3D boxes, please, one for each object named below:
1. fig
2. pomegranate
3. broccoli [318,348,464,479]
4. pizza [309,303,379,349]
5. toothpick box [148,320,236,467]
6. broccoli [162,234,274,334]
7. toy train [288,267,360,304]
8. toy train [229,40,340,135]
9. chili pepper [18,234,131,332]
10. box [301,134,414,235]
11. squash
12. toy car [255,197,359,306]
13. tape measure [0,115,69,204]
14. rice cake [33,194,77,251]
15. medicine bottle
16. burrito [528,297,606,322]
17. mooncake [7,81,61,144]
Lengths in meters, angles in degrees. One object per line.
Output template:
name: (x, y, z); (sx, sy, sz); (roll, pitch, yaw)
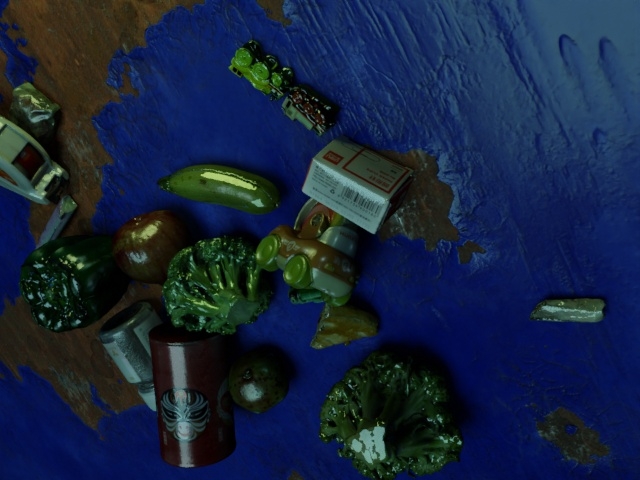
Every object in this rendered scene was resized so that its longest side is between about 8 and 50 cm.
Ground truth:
fig: (-0.401, 0.023, 1.707); (0.205, 0.205, 0.205); (14, 123, 23)
pomegranate: (-0.152, 0.368, 1.788); (0.159, 0.159, 0.205); (20, 154, 19)
broccoli: (0.150, 0.411, 1.548); (0.321, 0.283, 0.304); (-40, 83, 22)
pizza: (0.036, 0.197, 1.616); (0.154, 0.069, 0.194); (17, 146, -30)
toothpick box: (-0.329, 0.387, 1.811); (0.204, 0.204, 0.334); (4, 103, 28)
broccoli: (-0.233, 0.116, 1.633); (0.241, 0.269, 0.262); (41, 114, 48)
toy train: (0.005, 0.099, 1.561); (0.178, 0.105, 0.071); (-15, 113, 36)
toy train: (-0.071, -0.302, 1.405); (0.249, 0.053, 0.085); (39, 138, 4)
chili pepper: (-0.635, 0.102, 1.843); (0.248, 0.256, 0.234); (5, 115, 26)
box: (0.076, -0.114, 1.376); (0.182, 0.133, 0.099); (31, 129, 14)
squash: (-0.235, -0.125, 1.577); (0.340, 0.094, 0.095); (11, 122, 26)
toy car: (0.000, 0.000, 1.441); (0.235, 0.235, 0.145); (-23, 142, 38)
tape measure: (-0.812, -0.224, 1.799); (0.258, 0.130, 0.265); (23, 156, 20)
rice cake: (-0.755, -0.020, 1.952); (0.051, 0.081, 0.290); (37, 131, -10)
medicine bottle: (-0.476, 0.320, 1.931); (0.165, 0.165, 0.274); (-13, 113, 35)
burrito: (0.472, 0.134, 1.346); (0.149, 0.041, 0.055); (-3, 129, 32)
mooncake: (-0.727, -0.314, 1.768); (0.125, 0.073, 0.130); (36, 131, 5)
